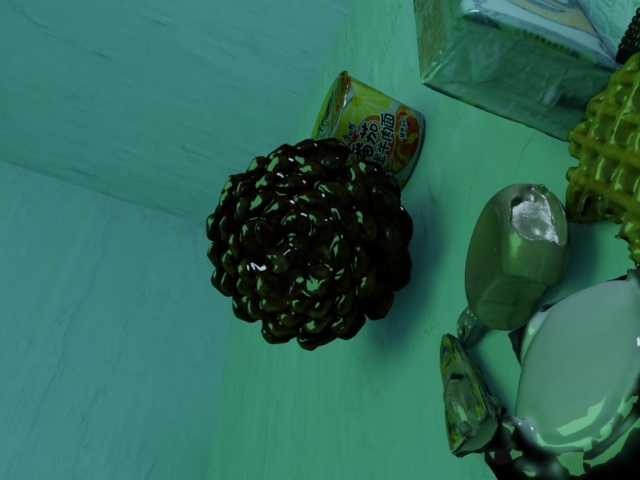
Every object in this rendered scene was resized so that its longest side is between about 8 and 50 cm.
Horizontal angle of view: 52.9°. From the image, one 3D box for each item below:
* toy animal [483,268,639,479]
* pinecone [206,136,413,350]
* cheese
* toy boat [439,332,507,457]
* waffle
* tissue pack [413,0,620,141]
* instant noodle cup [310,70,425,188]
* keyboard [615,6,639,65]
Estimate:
[{"bbox_3d":[0.278,0.072,0.386,0.310,0.250,0.251,-45,28,38],"label":"toy animal"},{"bbox_3d":[0.000,0.000,1.232,0.397,0.397,0.398,-162,90,-76],"label":"pinecone"},{"bbox_3d":[0.232,0.056,0.839,0.286,0.082,0.163,102,175,-47],"label":"cheese"},{"bbox_3d":[0.189,0.193,0.858,0.210,0.066,0.084,-97,30,-60],"label":"toy boat"},{"bbox_3d":[0.339,-0.090,0.654,0.291,0.051,0.291,-165,90,-76],"label":"waffle"},{"bbox_3d":[0.253,-0.297,0.891,0.311,0.227,0.128,-86,19,-47],"label":"tissue pack"},{"bbox_3d":[0.096,-0.221,1.435,0.264,0.200,0.264,-161,90,-76],"label":"instant noodle cup"},{"bbox_3d":[0.388,-0.213,0.712,0.196,0.015,0.074,-99,30,-61],"label":"keyboard"}]
